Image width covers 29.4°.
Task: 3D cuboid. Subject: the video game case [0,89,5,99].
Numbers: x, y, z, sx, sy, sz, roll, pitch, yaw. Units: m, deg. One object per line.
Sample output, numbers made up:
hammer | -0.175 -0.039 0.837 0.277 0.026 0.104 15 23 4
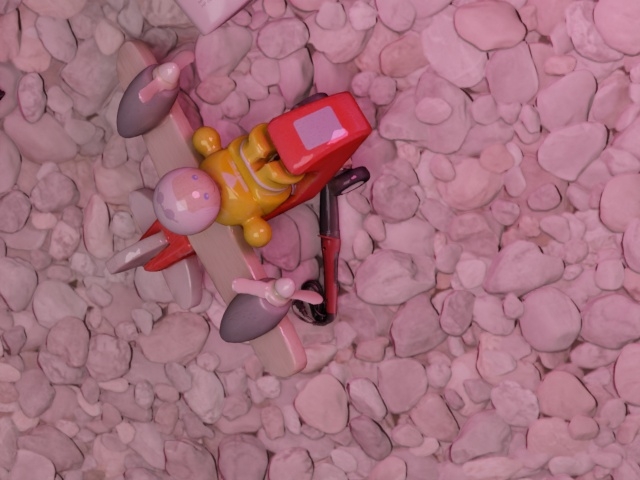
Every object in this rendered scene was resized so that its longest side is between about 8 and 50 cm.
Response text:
video game case | -0.636 -0.202 1.780 0.248 0.035 0.275 43 111 -7

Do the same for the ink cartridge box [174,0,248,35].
ink cartridge box | -0.151 -0.504 1.510 0.285 0.166 0.395 -36 100 20

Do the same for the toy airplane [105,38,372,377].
toy airplane | -0.150 -0.049 1.619 0.386 0.272 0.384 19 102 22

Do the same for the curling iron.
curling iron | 0.000 0.000 1.739 0.068 0.035 0.274 8 111 7
